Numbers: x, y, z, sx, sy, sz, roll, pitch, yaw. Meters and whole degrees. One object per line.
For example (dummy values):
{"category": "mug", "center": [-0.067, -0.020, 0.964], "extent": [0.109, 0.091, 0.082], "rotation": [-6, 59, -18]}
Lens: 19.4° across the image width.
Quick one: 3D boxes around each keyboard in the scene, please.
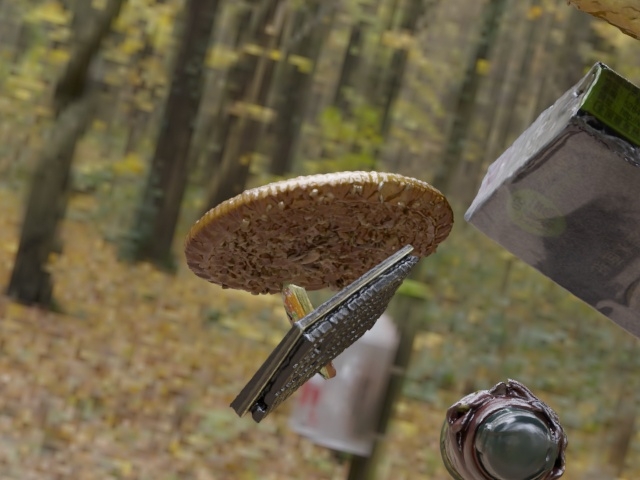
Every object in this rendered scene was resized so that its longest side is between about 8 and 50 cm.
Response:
{"category": "keyboard", "center": [0.011, 0.076, 1.583], "extent": [0.027, 0.106, 0.317], "rotation": [40, 21, 7]}

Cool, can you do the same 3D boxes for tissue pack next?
{"category": "tissue pack", "center": [0.400, -0.009, 2.169], "extent": [0.394, 0.124, 0.288], "rotation": [33, -32, -7]}

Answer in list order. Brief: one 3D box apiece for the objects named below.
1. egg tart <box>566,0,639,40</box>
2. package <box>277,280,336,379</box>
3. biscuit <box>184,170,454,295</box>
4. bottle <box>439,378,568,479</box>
{"category": "egg tart", "center": [0.348, -0.309, 2.000], "extent": [0.388, 0.169, 0.388], "rotation": [23, 15, -7]}
{"category": "package", "center": [-0.015, 0.094, 2.012], "extent": [0.031, 0.108, 0.121], "rotation": [-24, 3, -4]}
{"category": "biscuit", "center": [0.000, 0.000, 2.071], "extent": [0.305, 0.038, 0.305], "rotation": [-7, -22, -3]}
{"category": "bottle", "center": [0.221, 0.241, 2.290], "extent": [0.156, 0.143, 0.271], "rotation": [17, -5, -1]}
